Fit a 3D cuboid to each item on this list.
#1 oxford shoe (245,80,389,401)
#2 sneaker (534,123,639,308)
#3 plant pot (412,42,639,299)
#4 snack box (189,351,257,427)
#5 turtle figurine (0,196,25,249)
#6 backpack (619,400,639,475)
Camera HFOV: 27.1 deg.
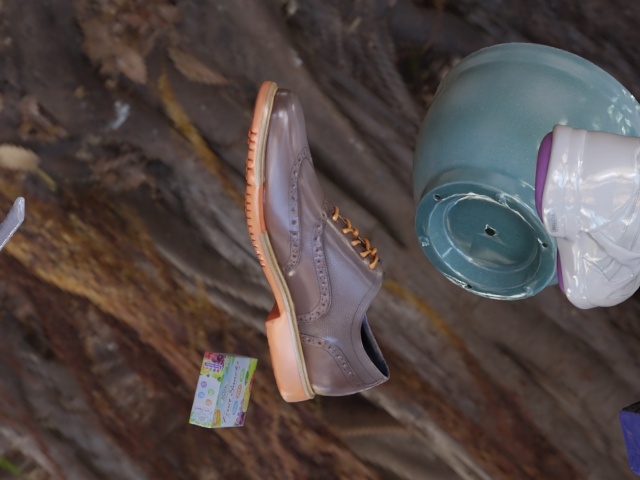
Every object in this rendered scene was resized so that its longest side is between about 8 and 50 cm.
[{"bbox_3d":[0.000,0.000,1.416,0.130,0.132,0.364,-76,159,-63],"label":"oxford shoe"},{"bbox_3d":[0.290,-0.008,1.230,0.305,0.152,0.114,47,49,-63],"label":"sneaker"},{"bbox_3d":[0.227,-0.055,1.557,0.196,0.293,0.293,-55,172,-39],"label":"plant pot"},{"bbox_3d":[-0.134,0.209,1.853,0.141,0.037,0.100,25,75,-73],"label":"snack box"},{"bbox_3d":[-0.345,0.057,0.896,0.198,0.274,0.266,-23,129,-37],"label":"turtle figurine"},{"bbox_3d":[0.335,0.177,1.162,0.120,0.101,0.098,-12,180,-3],"label":"backpack"}]
